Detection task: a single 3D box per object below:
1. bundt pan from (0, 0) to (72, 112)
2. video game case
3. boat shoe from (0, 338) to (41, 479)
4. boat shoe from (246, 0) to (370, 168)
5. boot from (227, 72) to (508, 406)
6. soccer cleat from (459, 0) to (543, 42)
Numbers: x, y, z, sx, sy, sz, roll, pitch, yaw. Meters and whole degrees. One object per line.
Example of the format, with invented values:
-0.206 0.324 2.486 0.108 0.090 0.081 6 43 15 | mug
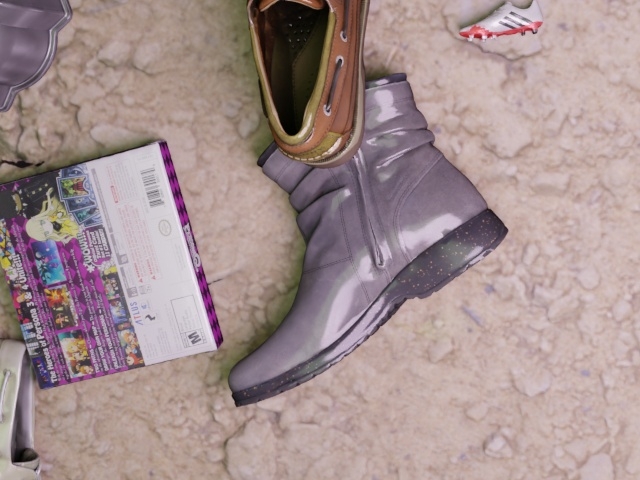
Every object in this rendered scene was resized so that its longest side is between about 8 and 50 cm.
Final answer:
-0.427 -0.273 1.078 0.331 0.124 0.330 1 100 7 | bundt pan
-0.235 0.028 1.144 0.210 0.042 0.232 -14 97 10 | video game case
-0.358 0.254 1.170 0.094 0.109 0.302 -3 97 6 | boat shoe
-0.013 -0.225 0.999 0.111 0.104 0.307 -12 79 20 | boat shoe
0.000 0.000 1.086 0.338 0.118 0.222 -37 86 5 | boot
0.178 -0.218 1.051 0.083 0.029 0.035 -7 90 6 | soccer cleat
